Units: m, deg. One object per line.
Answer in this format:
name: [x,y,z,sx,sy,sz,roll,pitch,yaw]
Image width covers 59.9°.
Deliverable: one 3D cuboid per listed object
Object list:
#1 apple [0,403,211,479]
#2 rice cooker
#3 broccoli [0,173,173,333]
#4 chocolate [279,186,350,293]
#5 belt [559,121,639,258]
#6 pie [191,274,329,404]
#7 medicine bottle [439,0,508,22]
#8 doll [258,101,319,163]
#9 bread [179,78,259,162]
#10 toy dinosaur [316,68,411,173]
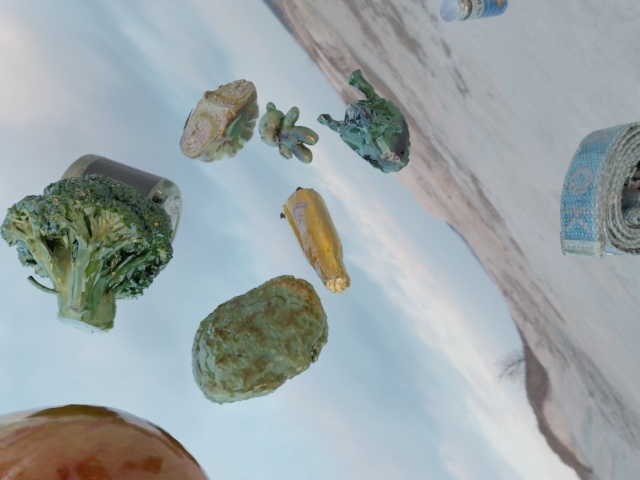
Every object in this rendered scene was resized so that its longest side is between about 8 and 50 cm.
apple: [-0.221,0.282,0.430,0.299,0.299,0.275,54,-150,15]
rice cooker: [-0.504,-0.053,1.354,0.276,0.288,0.288,19,-167,0]
broccoli: [-0.354,0.018,0.872,0.261,0.269,0.242,28,-119,-43]
chocolate: [0.000,0.000,0.929,0.085,0.085,0.219,41,-165,-41]
belt: [0.378,-0.063,0.687,0.082,0.147,0.163,-163,70,-72]
pie: [-0.100,0.174,0.927,0.201,0.248,0.090,62,177,41]
medicine bottle: [0.320,-0.483,1.148,0.191,0.051,0.051,-25,-108,-38]
doll: [-0.070,-0.212,1.118,0.150,0.115,0.077,30,-142,30]
bread: [-0.241,-0.308,1.480,0.158,0.261,0.156,32,-176,36]
toy dinosaur: [0.064,-0.143,0.715,0.120,0.079,0.292,44,-169,-5]
